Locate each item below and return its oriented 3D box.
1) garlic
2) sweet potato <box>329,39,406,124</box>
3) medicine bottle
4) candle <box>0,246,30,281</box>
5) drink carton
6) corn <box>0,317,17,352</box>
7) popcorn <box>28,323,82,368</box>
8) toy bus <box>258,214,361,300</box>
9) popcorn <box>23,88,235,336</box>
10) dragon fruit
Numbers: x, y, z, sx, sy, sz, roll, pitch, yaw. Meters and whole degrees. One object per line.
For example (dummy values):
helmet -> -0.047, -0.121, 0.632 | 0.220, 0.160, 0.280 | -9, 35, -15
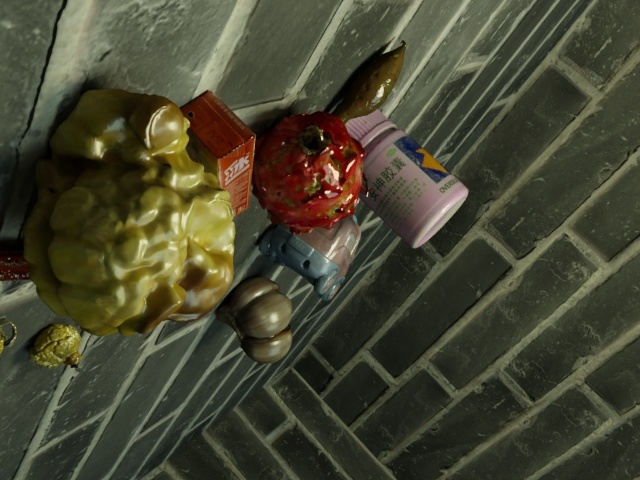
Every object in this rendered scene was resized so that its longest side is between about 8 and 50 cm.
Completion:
garlic -> -0.153, 0.206, 1.747 | 0.191, 0.214, 0.160 | -27, 151, -24
sweet potato -> 0.077, -0.271, 1.258 | 0.269, 0.075, 0.075 | -44, 168, 14
medicine bottle -> 0.163, -0.140, 1.436 | 0.178, 0.290, 0.178 | -42, 168, -11
candle -> -0.377, 0.029, 0.847 | 0.329, 0.048, 0.051 | 5, 88, -74
drink carton -> -0.156, -0.111, 0.975 | 0.071, 0.096, 0.223 | -39, 166, -23
corn -> -0.512, 0.191, 0.832 | 0.293, 0.106, 0.106 | -43, 168, 12
popcorn -> -0.433, 0.185, 1.092 | 0.084, 0.084, 0.084 | -42, 167, -12
toy bus -> 0.000, 0.000, 1.639 | 0.232, 0.197, 0.294 | -54, 166, -6
popcorn -> -0.234, -0.022, 0.793 | 0.265, 0.225, 0.332 | -48, 151, -44
dragon fruit -> -0.023, -0.126, 1.130 | 0.205, 0.210, 0.268 | -14, 166, -6
